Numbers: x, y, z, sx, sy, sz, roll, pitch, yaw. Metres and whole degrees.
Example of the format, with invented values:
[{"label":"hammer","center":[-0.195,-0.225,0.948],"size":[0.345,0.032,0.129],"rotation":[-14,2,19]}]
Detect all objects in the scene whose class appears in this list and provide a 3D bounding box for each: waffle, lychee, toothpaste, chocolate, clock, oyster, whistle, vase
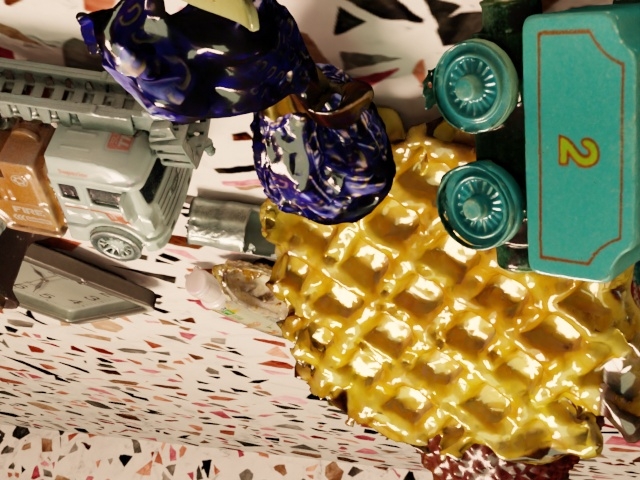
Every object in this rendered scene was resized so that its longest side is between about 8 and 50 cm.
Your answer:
[{"label":"waffle","center":[0.118,0.052,0.861],"size":[0.380,0.095,0.382],"rotation":[-1,115,26]},{"label":"lychee","center":[0.252,0.235,1.250],"size":[0.304,0.276,0.276],"rotation":[49,150,-5]},{"label":"toothpaste","center":[-0.100,0.114,1.384],"size":[0.056,0.058,0.314],"rotation":[-43,145,7]},{"label":"chocolate","center":[-0.038,-0.109,0.636],"size":[0.148,0.126,0.343],"rotation":[3,168,21]},{"label":"clock","center":[-0.430,0.061,1.393],"size":[0.279,0.049,0.273],"rotation":[-13,150,44]},{"label":"oyster","center":[-0.067,0.068,1.249],"size":[0.177,0.056,0.105],"rotation":[13,146,-8]},{"label":"whistle","center":[0.000,0.000,1.046],"size":[0.312,0.062,0.062],"rotation":[9,158,2]},{"label":"vase","center":[-0.345,-0.011,1.005],"size":[0.120,0.183,0.120],"rotation":[9,157,4]}]

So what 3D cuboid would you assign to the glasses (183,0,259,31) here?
[{"label":"glasses","center":[-0.066,-0.199,0.488],"size":[0.239,0.207,0.102],"rotation":[10,121,-4]}]

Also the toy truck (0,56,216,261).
[{"label":"toy truck","center":[-0.267,-0.093,0.848],"size":[0.338,0.133,0.184],"rotation":[10,149,7]}]

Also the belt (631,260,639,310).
[{"label":"belt","center":[0.291,0.081,0.986],"size":[0.207,0.160,0.295],"rotation":[-10,151,40]}]

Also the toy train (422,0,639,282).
[{"label":"toy train","center":[0.170,-0.072,0.627],"size":[0.163,0.203,0.112],"rotation":[9,-156,41]}]
